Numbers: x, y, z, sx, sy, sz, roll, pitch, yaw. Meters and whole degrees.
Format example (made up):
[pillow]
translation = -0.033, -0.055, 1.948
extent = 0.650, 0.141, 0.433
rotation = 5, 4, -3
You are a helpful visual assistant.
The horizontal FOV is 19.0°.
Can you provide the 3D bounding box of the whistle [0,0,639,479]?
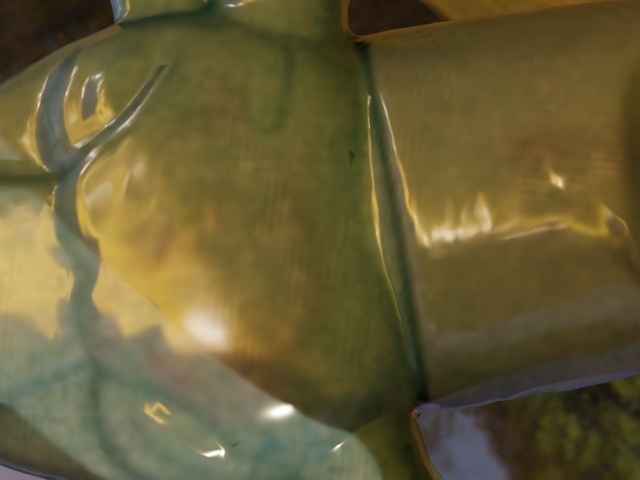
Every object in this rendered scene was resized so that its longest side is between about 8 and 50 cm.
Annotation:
[whistle]
translation = 0.000, 0.000, 0.391
extent = 0.093, 0.274, 0.186
rotation = 41, -142, -86
